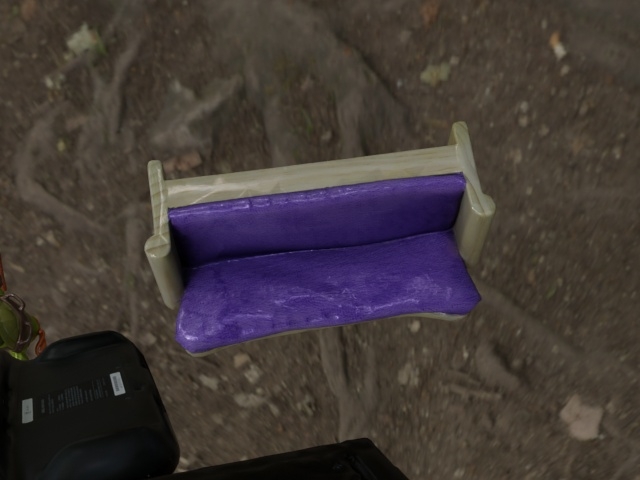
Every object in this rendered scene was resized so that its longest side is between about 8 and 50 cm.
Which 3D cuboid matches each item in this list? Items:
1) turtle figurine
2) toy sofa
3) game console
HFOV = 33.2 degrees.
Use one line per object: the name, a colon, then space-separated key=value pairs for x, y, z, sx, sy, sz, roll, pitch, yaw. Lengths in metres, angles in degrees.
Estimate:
turtle figurine: x=-0.403 y=0.122 z=1.342 sx=0.087 sy=0.217 sz=0.269 roll=-16 pitch=83 yaw=13
toy sofa: x=0.000 y=0.000 z=1.159 sx=0.363 sy=0.150 sz=0.177 roll=-7 pitch=65 yaw=-3
game console: x=-0.092 y=0.099 z=0.438 sx=0.213 sy=0.361 sz=0.043 roll=-7 pitch=102 yaw=-14
